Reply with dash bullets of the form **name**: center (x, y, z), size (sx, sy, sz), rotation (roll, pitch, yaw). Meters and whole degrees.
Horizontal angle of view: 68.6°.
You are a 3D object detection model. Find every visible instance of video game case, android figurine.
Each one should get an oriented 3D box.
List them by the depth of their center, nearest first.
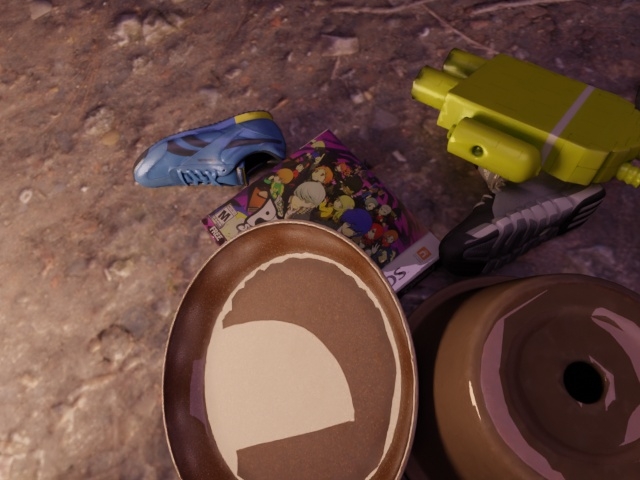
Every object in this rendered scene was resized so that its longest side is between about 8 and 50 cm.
- **android figurine**: center (0.251, -0.147, 0.552), size (0.273, 0.056, 0.248), rotation (31, 48, 19)
- **video game case**: center (0.000, 0.000, 0.579), size (0.210, 0.042, 0.232), rotation (-37, 68, -9)

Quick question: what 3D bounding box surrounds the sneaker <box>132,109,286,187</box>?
- **sneaker**: center (-0.147, -0.103, 0.626), size (0.209, 0.069, 0.082), rotation (-19, 70, -1)

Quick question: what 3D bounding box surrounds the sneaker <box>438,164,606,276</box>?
- **sneaker**: center (0.202, -0.048, 0.546), size (0.228, 0.086, 0.132), rotation (-18, 56, -23)

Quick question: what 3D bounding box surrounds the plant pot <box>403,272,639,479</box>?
- **plant pot**: center (0.183, 0.135, 0.400), size (0.263, 0.229, 0.263), rotation (-2, 68, 6)

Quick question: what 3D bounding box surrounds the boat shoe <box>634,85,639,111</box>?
- **boat shoe**: center (0.471, -0.236, 0.597), size (0.070, 0.078, 0.219), rotation (28, 72, 18)

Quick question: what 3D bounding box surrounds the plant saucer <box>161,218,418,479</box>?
- **plant saucer**: center (-0.040, 0.134, 0.467), size (0.310, 0.050, 0.311), rotation (-9, 74, 34)
